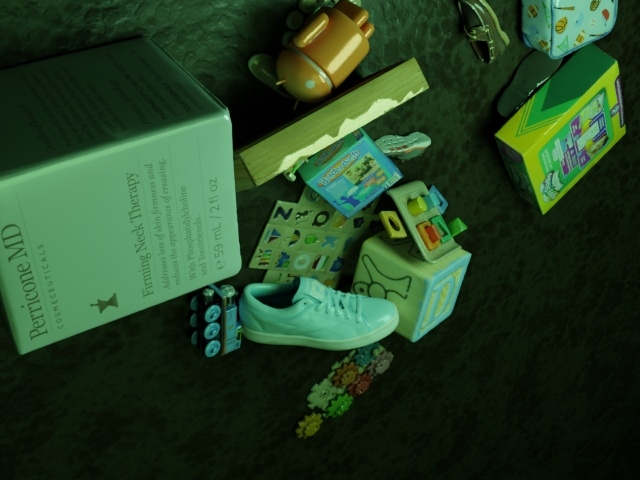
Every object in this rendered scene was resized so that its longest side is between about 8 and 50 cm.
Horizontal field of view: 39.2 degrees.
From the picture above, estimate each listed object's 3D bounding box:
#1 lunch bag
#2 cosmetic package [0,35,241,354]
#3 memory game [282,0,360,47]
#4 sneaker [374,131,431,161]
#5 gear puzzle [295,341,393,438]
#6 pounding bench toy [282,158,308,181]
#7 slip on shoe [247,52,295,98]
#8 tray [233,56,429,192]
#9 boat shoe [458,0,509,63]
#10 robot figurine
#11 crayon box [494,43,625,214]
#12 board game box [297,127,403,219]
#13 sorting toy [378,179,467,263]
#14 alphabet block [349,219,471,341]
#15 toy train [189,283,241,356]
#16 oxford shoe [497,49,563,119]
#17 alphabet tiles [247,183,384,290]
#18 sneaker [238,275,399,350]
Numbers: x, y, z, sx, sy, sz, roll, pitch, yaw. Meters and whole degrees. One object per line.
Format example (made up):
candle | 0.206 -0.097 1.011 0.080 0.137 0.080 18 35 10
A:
lunch bag | 0.565 -0.567 2.009 0.243 0.115 0.303 -29 135 -21
cosmetic package | -0.381 -0.089 1.468 0.394 0.327 0.329 -21 133 -24
memory game | 0.007 -0.410 1.759 0.186 0.012 0.186 -21 133 -25
sneaker | 0.181 -0.199 2.030 0.158 0.061 0.065 -10 136 -31
gear puzzle | 0.054 0.408 2.410 0.339 0.044 0.175 -46 138 1
pounding bench toy | -0.058 -0.164 1.845 0.065 0.083 0.052 -44 138 -1
slip on shoe | -0.085 -0.314 1.738 0.051 0.041 0.135 -48 138 3
tray | -0.010 -0.219 1.724 0.411 0.203 0.076 -31 101 -24
boat shoe | 0.346 -0.457 1.947 0.073 0.073 0.207 -49 138 1
robot figurine | 0.005 -0.348 1.692 0.128 0.158 0.219 42 83 -9
crayon box | 0.602 -0.266 2.230 0.313 0.106 0.363 -44 150 0
board game box | 0.067 -0.145 1.930 0.160 0.047 0.210 -37 147 9
sorting toy | 0.245 -0.051 2.040 0.047 0.196 0.348 -34 175 31
alphabet block | 0.209 0.092 2.137 0.193 0.197 0.192 -26 138 -49
toy train | -0.229 0.174 1.983 0.105 0.080 0.184 -23 132 -36
oxford shoe | 0.500 -0.379 2.147 0.212 0.076 0.076 -50 164 7
alphabet tiles | 0.000 0.000 2.075 0.343 0.011 0.285 6 117 -41
sneaker | -0.005 0.152 2.004 0.366 0.135 0.150 -3 135 -2
